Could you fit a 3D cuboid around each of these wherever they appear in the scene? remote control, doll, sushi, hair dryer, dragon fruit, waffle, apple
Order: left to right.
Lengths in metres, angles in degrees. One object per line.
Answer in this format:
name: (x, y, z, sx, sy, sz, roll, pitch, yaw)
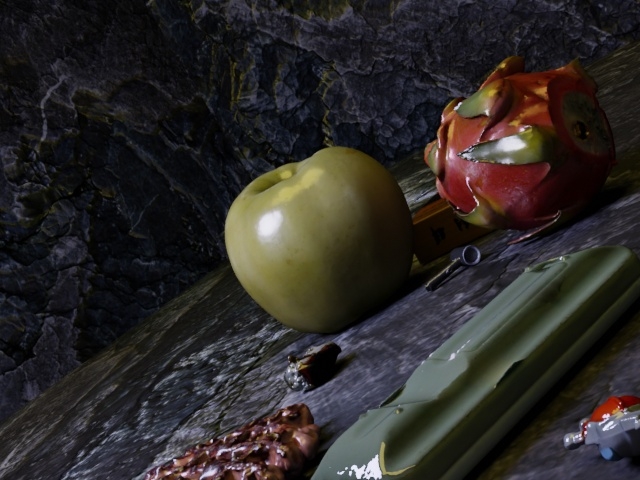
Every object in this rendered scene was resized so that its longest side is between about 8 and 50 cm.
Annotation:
waffle: (-0.106, 0.231, 1.041, 0.234, 0.055, 0.221, -25, 5, 10)
sushi: (-0.006, 0.142, 1.300, 0.046, 0.044, 0.083, -28, 9, 36)
apple: (0.000, 0.000, 1.522, 0.262, 0.262, 0.262, -31, 6, 4)
hair dryer: (0.166, 0.039, 1.420, 0.083, 0.026, 0.047, -41, 6, -16)
remote control: (0.130, 0.101, 0.874, 0.335, 0.065, 0.128, -36, 10, -36)
dragon fruit: (0.240, -0.108, 1.356, 0.227, 0.224, 0.224, -32, 5, 37)
doll: (0.181, 0.113, 0.663, 0.057, 0.039, 0.114, 1, -6, 4)

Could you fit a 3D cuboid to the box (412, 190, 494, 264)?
box: (0.233, -0.060, 1.667, 0.152, 0.070, 0.237, -28, 5, 31)
